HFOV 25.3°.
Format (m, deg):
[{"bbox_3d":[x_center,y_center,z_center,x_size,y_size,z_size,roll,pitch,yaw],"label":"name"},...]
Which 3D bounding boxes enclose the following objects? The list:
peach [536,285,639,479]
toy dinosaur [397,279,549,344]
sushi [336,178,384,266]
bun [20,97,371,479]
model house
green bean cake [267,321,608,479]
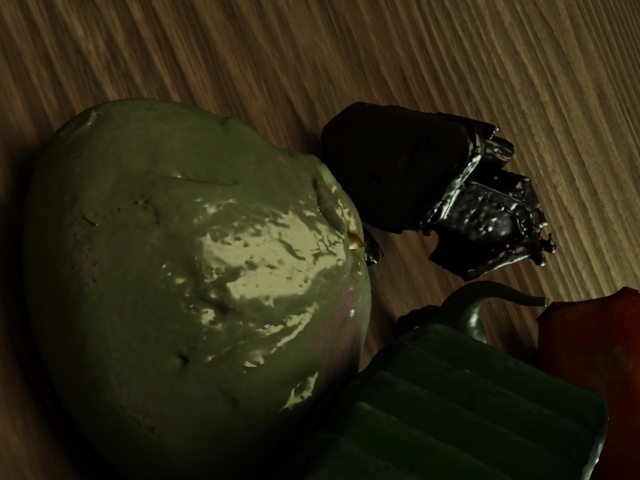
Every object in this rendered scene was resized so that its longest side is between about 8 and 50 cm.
[{"bbox_3d":[0.382,0.169,1.609,0.338,0.281,0.281,51,31,-13],"label":"peach"},{"bbox_3d":[0.159,0.102,1.310,0.187,0.179,0.087,55,31,-33],"label":"toy dinosaur"},{"bbox_3d":[0.000,0.000,1.221,0.084,0.056,0.083,64,35,-15],"label":"sushi"},{"bbox_3d":[-0.053,0.031,0.952,0.293,0.187,0.293,41,41,-48],"label":"bun"},{"bbox_3d":[0.110,-0.050,1.304,0.164,0.203,0.141,10,101,-39],"label":"model house"},{"bbox_3d":[0.033,0.229,0.865,0.308,0.169,0.300,-36,149,-65],"label":"green bean cake"}]
